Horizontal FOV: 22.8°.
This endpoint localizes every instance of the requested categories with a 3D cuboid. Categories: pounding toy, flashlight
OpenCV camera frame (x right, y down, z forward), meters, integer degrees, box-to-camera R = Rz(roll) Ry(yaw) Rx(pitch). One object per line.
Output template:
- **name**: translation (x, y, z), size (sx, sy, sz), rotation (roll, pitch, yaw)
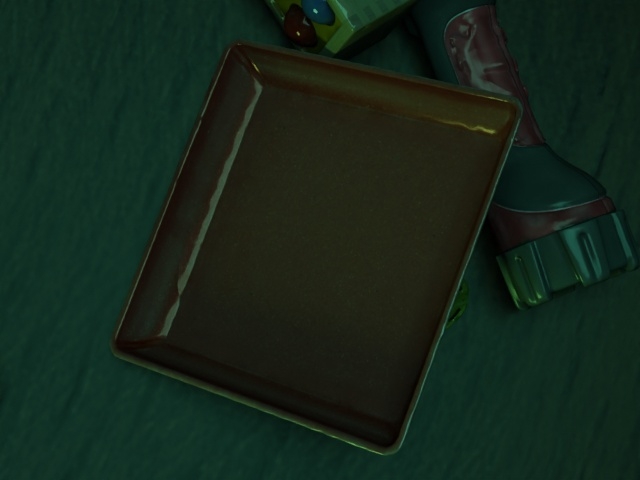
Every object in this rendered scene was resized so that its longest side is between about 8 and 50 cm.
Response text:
- **pounding toy**: translation (-0.015, -0.201, 1.178), size (0.100, 0.130, 0.141), rotation (-32, 88, -19)
- **flashlight**: translation (0.141, -0.105, 1.185), size (0.103, 0.103, 0.304), rotation (-19, 87, -5)

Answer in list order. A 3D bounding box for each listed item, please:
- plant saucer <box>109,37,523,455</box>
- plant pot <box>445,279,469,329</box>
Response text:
- **plant saucer**: translation (0.000, 0.000, 1.137), size (0.259, 0.047, 0.258), rotation (16, 82, 33)
- **plant pot**: translation (0.067, 0.027, 1.159), size (0.083, 0.083, 0.079), rotation (-35, 44, -7)
